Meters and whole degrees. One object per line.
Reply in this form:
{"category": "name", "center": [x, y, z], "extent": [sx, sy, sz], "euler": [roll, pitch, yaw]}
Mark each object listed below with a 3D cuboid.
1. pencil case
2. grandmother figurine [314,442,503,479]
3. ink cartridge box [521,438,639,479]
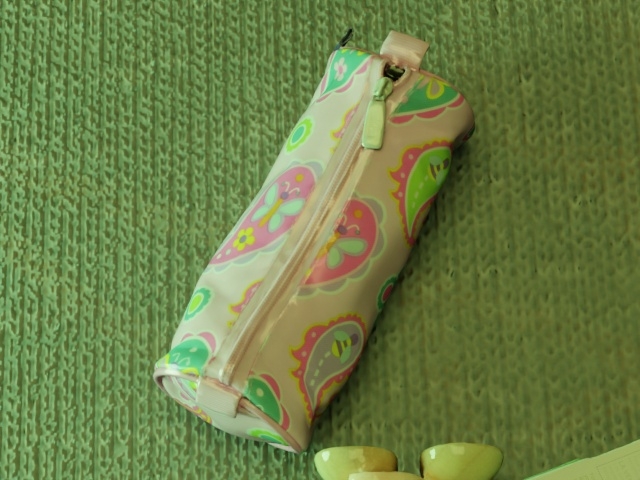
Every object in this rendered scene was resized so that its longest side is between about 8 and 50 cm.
{"category": "pencil case", "center": [0.000, 0.000, 1.288], "extent": [0.124, 0.124, 0.284], "euler": [25, 75, 18]}
{"category": "grandmother figurine", "center": [0.041, 0.298, 1.173], "extent": [0.208, 0.104, 0.342], "euler": [-7, 64, 17]}
{"category": "ink cartridge box", "center": [0.191, 0.212, 1.166], "extent": [0.235, 0.056, 0.171], "euler": [-17, 72, -24]}
